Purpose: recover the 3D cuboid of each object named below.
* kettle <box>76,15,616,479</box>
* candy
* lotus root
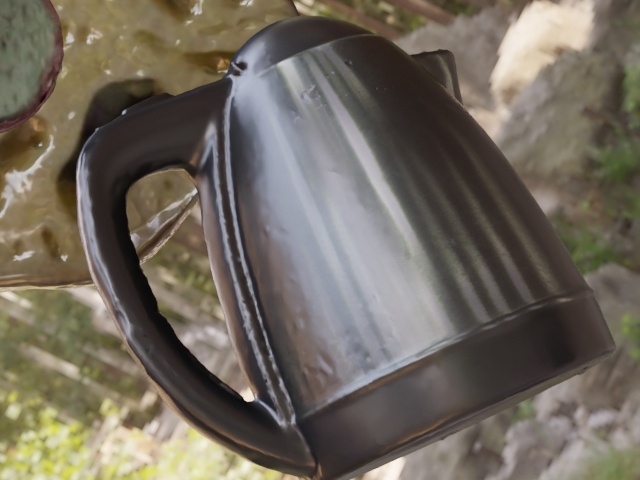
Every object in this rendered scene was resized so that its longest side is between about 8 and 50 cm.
[{"bbox_3d":[0.010,-0.002,0.922,0.251,0.271,0.207,-25,-10,9],"label":"kettle"},{"bbox_3d":[-0.196,-0.110,0.865,0.043,0.103,0.103,15,75,48],"label":"candy"},{"bbox_3d":[-0.196,-0.149,1.151,0.111,0.375,0.390,158,117,-86],"label":"lotus root"}]
